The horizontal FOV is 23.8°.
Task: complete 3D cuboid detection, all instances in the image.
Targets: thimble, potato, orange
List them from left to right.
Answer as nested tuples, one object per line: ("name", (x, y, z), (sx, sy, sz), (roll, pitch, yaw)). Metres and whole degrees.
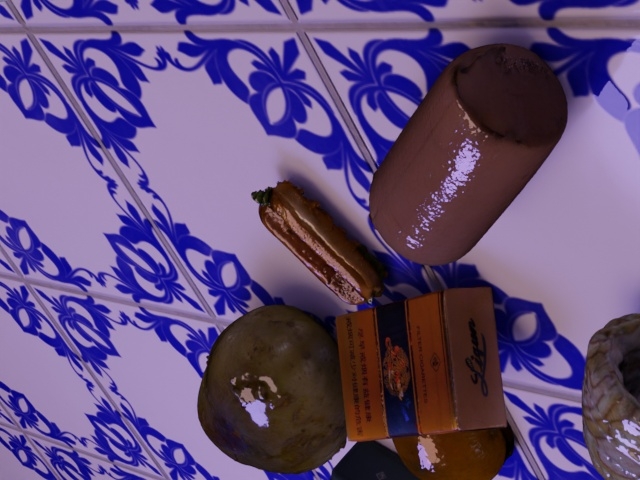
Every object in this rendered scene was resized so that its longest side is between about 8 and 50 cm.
("potato", (-0.057, 0.193, 1.941), (0.210, 0.173, 0.307), (37, 155, 14))
("orange", (0.145, 0.233, 1.819), (0.170, 0.112, 0.160), (21, 147, 13))
("thimble", (0.330, 0.171, 1.437), (0.190, 0.137, 0.143), (53, 159, 35))

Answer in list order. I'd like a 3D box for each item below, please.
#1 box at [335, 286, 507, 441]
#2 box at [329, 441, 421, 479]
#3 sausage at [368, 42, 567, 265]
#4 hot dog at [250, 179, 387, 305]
("box", (0.107, 0.143, 1.691), (0.237, 0.070, 0.152), (-19, 74, 57))
("box", (0.081, 0.323, 2.038), (0.126, 0.091, 0.031), (30, 143, 24))
("sausage", (0.132, -0.079, 1.370), (0.123, 0.123, 0.253), (40, 153, 4))
("hot dog", (0.000, 0.000, 1.720), (0.188, 0.055, 0.072), (45, 149, -6))
